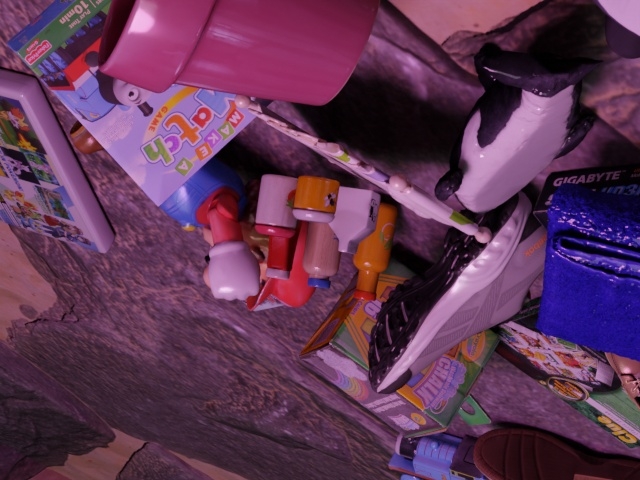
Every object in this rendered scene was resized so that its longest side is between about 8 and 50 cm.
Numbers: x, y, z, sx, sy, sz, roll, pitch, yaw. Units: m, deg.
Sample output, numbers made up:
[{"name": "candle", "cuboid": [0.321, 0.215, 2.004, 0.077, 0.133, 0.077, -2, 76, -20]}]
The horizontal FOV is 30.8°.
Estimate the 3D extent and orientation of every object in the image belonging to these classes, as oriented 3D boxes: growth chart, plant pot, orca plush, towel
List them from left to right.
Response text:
[{"name": "plant pot", "cuboid": [-0.059, -0.196, 0.920, 0.180, 0.201, 0.201, 19, 155, -19]}, {"name": "growth chart", "cuboid": [0.033, -0.070, 1.089, 0.237, 0.021, 0.172, 32, -178, 40]}, {"name": "orca plush", "cuboid": [0.140, -0.112, 0.961, 0.102, 0.151, 0.287, 62, -176, 14]}, {"name": "towel", "cuboid": [0.338, 0.066, 1.009, 0.308, 0.076, 0.228, 16, 149, 18]}]

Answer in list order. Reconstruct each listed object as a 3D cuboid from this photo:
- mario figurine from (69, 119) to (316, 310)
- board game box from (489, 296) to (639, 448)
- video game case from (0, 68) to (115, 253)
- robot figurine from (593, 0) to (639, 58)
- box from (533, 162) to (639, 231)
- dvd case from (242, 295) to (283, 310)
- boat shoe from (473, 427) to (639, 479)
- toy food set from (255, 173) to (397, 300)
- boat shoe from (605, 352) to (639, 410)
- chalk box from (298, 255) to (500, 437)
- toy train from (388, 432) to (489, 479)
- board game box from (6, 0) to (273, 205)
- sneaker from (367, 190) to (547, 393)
[{"name": "mario figurine", "cuboid": [-0.139, -0.026, 1.259, 0.320, 0.198, 0.170, 41, 137, -16]}, {"name": "board game box", "cuboid": [0.313, 0.156, 1.342, 0.259, 0.030, 0.136, 36, 148, -15]}, {"name": "video game case", "cuboid": [-0.443, -0.123, 1.513, 0.300, 0.036, 0.329, 16, 149, 20]}, {"name": "robot figurine", "cuboid": [0.234, -0.218, 0.643, 0.173, 0.209, 0.278, 57, 163, 25]}, {"name": "box", "cuboid": [0.328, 0.002, 1.047, 0.220, 0.051, 0.175, -6, 138, 45]}, {"name": "dvd case", "cuboid": [-0.082, 0.058, 1.529, 0.087, 0.013, 0.119, 41, 148, -24]}, {"name": "boat shoe", "cuboid": [0.329, 0.322, 1.539, 0.257, 0.095, 0.095, 15, 155, 21]}, {"name": "toy food set", "cuboid": [0.000, 0.000, 1.154, 0.111, 0.104, 0.232, 8, 178, 16]}, {"name": "boat shoe", "cuboid": [0.351, 0.150, 1.254, 0.050, 0.045, 0.135, -34, 112, 17]}, {"name": "chalk box", "cuboid": [0.109, 0.137, 1.336, 0.213, 0.132, 0.132, 37, 159, -6]}, {"name": "toy train", "cuboid": [0.186, 0.326, 1.685, 0.184, 0.080, 0.105, 14, 140, 28]}, {"name": "board game box", "cuboid": [-0.161, -0.158, 1.089, 0.211, 0.160, 0.039, 51, 174, -38]}, {"name": "sneaker", "cuboid": [0.142, 0.068, 1.173, 0.108, 0.100, 0.271, 28, 120, -22]}]
